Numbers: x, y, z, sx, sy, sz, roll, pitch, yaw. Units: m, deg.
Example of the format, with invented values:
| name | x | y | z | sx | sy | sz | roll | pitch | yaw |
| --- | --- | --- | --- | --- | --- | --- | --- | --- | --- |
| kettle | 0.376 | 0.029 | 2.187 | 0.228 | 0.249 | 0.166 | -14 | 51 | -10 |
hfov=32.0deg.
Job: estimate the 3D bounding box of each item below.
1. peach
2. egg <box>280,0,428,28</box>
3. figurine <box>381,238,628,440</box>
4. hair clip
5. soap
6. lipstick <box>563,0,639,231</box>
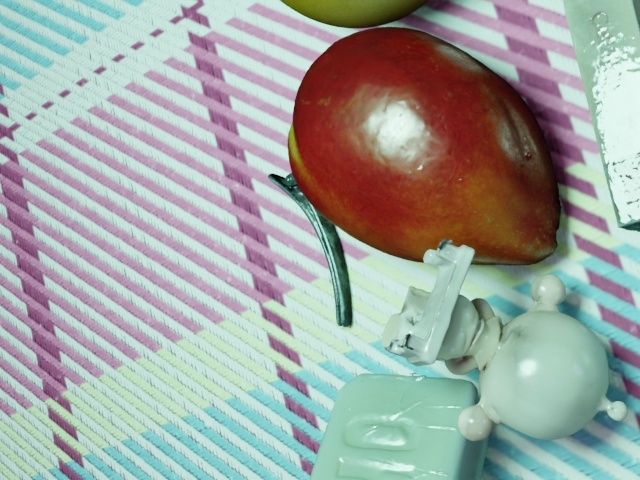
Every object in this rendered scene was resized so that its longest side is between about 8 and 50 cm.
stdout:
| name | x | y | z | sx | sy | sz | roll | pitch | yaw |
| --- | --- | --- | --- | --- | --- | --- | --- | --- | --- |
| peach | 0.102 | -0.095 | 1.259 | 0.361 | 0.201 | 0.258 | 43 | 110 | 29 |
| egg | 0.022 | -0.387 | 1.308 | 0.322 | 0.250 | 0.250 | 43 | 111 | 39 |
| figurine | 0.206 | 0.115 | 1.185 | 0.256 | 0.182 | 0.144 | 25 | 146 | -3 |
| hair clip | 0.000 | 0.000 | 1.425 | 0.070 | 0.039 | 0.230 | -31 | 71 | 28 |
| soap | 0.072 | 0.293 | 1.224 | 0.172 | 0.095 | 0.290 | 0 | 52 | 27 |
| lipstick | 0.319 | -0.199 | 1.186 | 0.076 | 0.079 | 0.372 | -19 | 77 | 34 |
